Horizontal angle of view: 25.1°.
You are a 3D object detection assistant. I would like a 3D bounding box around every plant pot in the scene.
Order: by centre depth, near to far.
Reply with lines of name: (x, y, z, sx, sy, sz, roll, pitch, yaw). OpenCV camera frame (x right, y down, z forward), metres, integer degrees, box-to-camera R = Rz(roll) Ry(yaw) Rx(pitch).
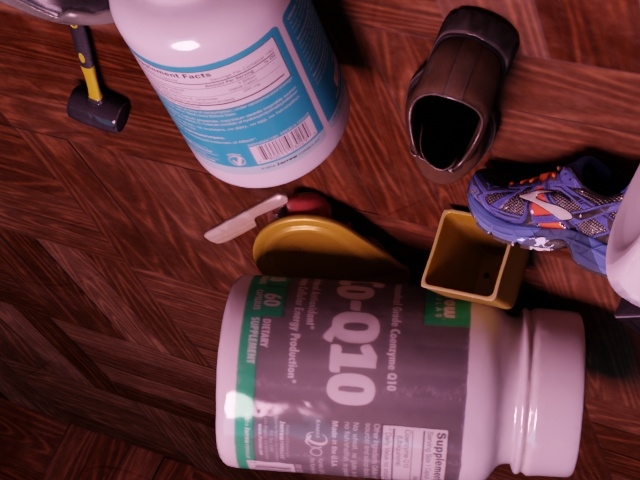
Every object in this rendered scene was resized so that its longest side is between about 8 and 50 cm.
plant pot: (0.160, 0.026, 1.401, 0.081, 0.081, 0.083, 11, 167, 33)

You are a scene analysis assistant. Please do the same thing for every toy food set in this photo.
toy food set: (0.000, 0.000, 1.547, 0.218, 0.071, 0.128, 34, 133, -25)

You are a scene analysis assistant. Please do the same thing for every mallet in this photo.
mallet: (-0.243, -0.176, 1.452, 0.062, 0.039, 0.189, 15, 152, 17)

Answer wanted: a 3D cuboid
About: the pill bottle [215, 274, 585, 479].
pill bottle: (0.082, 0.146, 1.487, 0.361, 0.204, 0.204, 3, 155, 4)

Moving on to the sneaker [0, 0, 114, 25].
sneaker: (-0.232, -0.255, 1.180, 0.227, 0.087, 0.130, 16, 142, -7)

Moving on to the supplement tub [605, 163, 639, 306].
supplement tub: (0.380, 0.012, 0.950, 0.338, 0.207, 0.207, 26, 158, 2)

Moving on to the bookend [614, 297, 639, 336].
bookend: (0.315, 0.045, 1.275, 0.157, 0.072, 0.156, 39, 155, -27)

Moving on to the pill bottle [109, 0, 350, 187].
pill bottle: (-0.074, -0.166, 1.134, 0.146, 0.146, 0.264, 16, 155, 25)

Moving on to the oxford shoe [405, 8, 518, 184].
oxford shoe: (0.098, -0.093, 1.177, 0.083, 0.096, 0.227, 21, 159, 9)

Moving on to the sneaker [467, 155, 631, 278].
sneaker: (0.214, -0.033, 1.220, 0.083, 0.087, 0.221, -9, -160, -40)
